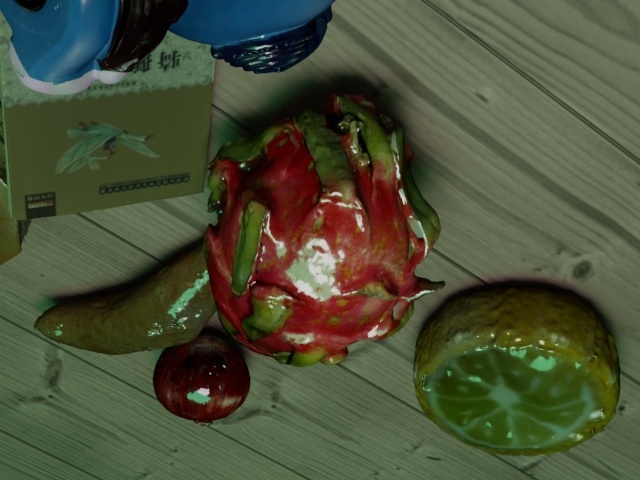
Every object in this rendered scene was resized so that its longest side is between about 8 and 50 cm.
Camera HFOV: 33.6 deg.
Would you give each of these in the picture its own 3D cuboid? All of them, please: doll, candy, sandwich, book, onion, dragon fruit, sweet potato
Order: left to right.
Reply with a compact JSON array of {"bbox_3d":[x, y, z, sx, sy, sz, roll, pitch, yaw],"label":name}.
[{"bbox_3d":[-0.377,-0.058,1.216,0.096,0.094,0.258,12,133,1],"label":"sandwich"},{"bbox_3d":[-0.210,-0.152,1.063,0.217,0.021,0.310,-10,137,-21],"label":"book"},{"bbox_3d":[-0.203,0.084,1.323,0.341,0.092,0.114,-23,109,27],"label":"sweet potato"},{"bbox_3d":[-0.106,-0.261,0.851,0.240,0.310,0.284,9,119,49],"label":"doll"},{"bbox_3d":[-0.154,0.182,1.386,0.131,0.131,0.131,5,134,5],"label":"onion"},{"bbox_3d":[-0.004,-0.007,1.116,0.231,0.237,0.303,-3,125,-16],"label":"dragon fruit"},{"bbox_3d":[0.240,0.165,1.314,0.260,0.118,0.260,9,137,8],"label":"candy"}]
